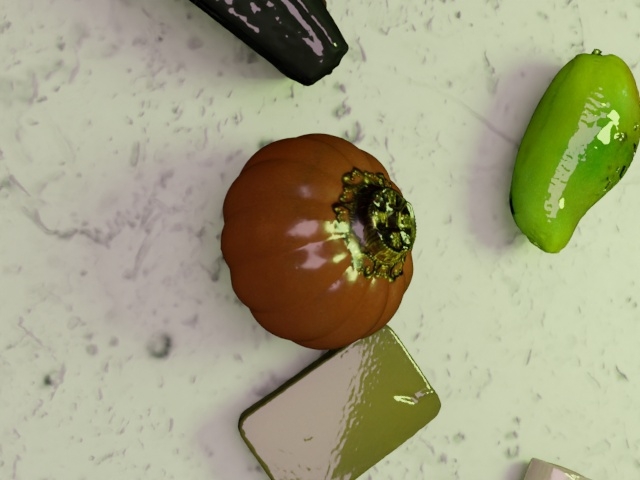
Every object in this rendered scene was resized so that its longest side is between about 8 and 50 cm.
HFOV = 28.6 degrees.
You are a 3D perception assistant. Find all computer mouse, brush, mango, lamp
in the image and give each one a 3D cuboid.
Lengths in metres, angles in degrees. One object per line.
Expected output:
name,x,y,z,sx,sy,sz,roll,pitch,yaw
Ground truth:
computer mouse,-0.083,-0.268,1.279,0.269,0.170,0.100,37,94,-11
brush,0.018,0.185,1.330,0.197,0.059,0.123,-35,97,-12
mango,0.283,-0.095,1.384,0.125,0.111,0.233,19,83,-6
lamp,0.000,0.000,1.269,0.223,0.196,0.223,22,61,-46

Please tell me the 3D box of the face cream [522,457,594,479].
face cream,0.236,0.343,1.369,0.084,0.057,0.198,21,82,-11
